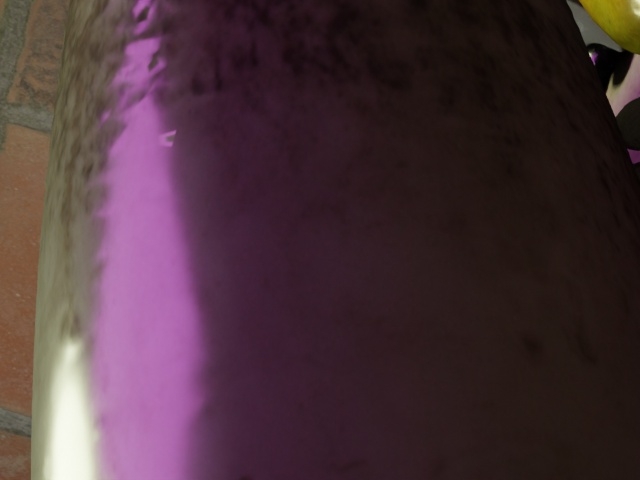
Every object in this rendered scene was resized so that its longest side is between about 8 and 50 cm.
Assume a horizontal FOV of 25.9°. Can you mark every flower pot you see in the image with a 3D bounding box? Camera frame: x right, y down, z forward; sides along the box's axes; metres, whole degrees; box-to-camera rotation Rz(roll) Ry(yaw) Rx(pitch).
[{"bbox_3d":[0.004,0.004,0.626,0.293,0.293,0.330,118,146,-66],"label":"flower pot"}]

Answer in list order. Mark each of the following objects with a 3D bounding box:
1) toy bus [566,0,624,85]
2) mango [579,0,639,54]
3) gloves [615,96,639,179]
[{"bbox_3d":[0.153,-0.159,1.035,0.209,0.126,0.136,116,178,-62],"label":"toy bus"},{"bbox_3d":[0.200,-0.233,0.843,0.176,0.119,0.317,118,159,-54],"label":"mango"},{"bbox_3d":[0.181,-0.086,0.620,0.119,0.097,0.229,-24,-55,-61],"label":"gloves"}]
